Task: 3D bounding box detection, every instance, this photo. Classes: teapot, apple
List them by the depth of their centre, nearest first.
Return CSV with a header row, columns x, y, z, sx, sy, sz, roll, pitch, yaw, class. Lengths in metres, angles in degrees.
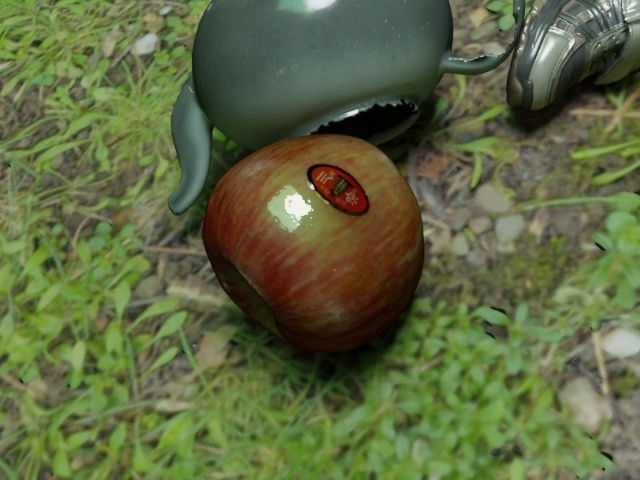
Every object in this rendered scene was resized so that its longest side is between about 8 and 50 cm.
x,y,z,sx,sy,sz,roll,pitch,yaw,class
0.000,0.000,0.625,0.131,0.146,0.146,-39,54,-20,apple
0.005,-0.128,0.693,0.294,0.193,0.130,-20,82,12,teapot

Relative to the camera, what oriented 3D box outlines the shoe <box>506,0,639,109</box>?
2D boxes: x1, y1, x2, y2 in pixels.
x,y,z,sx,sy,sz,roll,pitch,yaw,class
0.210,-0.159,0.720,0.092,0.089,0.180,28,69,18,shoe
